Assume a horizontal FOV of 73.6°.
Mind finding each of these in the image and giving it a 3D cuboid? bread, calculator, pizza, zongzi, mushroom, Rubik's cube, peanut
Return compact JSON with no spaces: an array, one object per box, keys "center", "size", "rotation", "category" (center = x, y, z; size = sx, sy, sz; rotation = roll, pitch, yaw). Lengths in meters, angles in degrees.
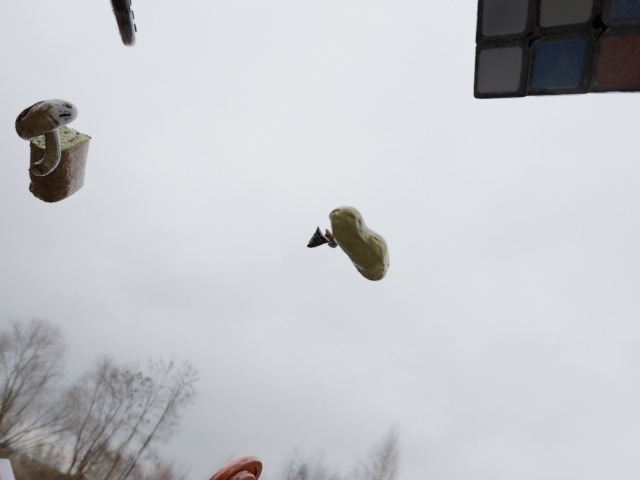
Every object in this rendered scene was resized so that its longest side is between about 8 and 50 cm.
[{"center":[-0.656,-0.191,1.068],"size":[0.103,0.132,0.172],"rotation":[33,-53,-1],"category":"bread"},{"center":[-0.206,-0.277,0.412],"size":[0.024,0.103,0.166],"rotation":[-14,-54,-19],"category":"calculator"},{"center":[0.042,0.006,1.917],"size":[0.100,0.029,0.099],"rotation":[55,-22,22],"category":"pizza"},{"center":[0.000,0.000,1.526],"size":[0.073,0.067,0.083],"rotation":[33,-80,14],"category":"zongzi"},{"center":[-0.435,-0.166,0.666],"size":[0.072,0.130,0.088],"rotation":[23,1,-41],"category":"mushroom"},{"center":[0.545,-0.497,0.909],"size":[0.362,0.358,0.363],"rotation":[13,-62,31],"category":"Rubik's cube"},{"center":[0.144,0.009,1.443],"size":[0.147,0.148,0.319],"rotation":[-12,-56,36],"category":"peanut"}]

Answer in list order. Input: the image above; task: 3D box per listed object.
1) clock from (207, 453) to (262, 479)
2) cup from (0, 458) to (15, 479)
[{"center":[-0.234,0.639,1.094],"size":[0.051,0.205,0.205],"rotation":[37,-30,33],"category":"clock"},{"center":[-0.373,0.399,0.435],"size":[0.289,0.202,0.203],"rotation":[63,-35,21],"category":"cup"}]
